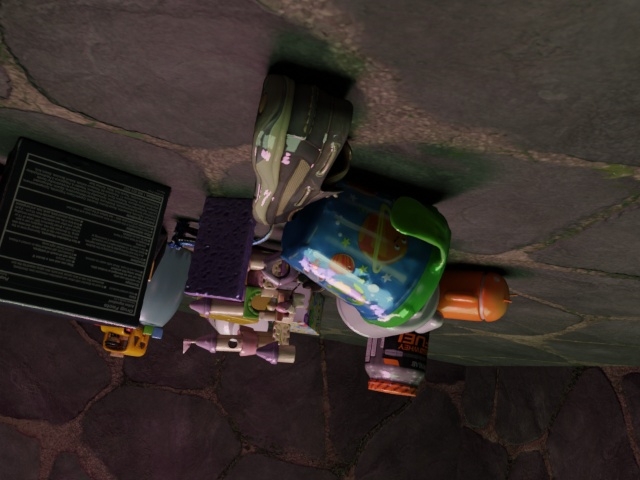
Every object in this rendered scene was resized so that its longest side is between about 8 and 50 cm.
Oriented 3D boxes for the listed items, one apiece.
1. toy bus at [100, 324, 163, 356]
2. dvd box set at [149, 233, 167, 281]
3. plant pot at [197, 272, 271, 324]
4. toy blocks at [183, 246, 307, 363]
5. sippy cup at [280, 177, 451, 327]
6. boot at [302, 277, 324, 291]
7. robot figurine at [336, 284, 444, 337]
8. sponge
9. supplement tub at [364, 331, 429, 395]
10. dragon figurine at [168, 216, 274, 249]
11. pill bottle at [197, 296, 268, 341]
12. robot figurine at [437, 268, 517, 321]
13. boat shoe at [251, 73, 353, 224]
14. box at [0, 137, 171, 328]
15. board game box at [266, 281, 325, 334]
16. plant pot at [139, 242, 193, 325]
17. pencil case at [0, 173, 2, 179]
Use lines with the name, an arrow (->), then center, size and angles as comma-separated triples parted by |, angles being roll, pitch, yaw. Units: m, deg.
toy bus -> -0.603, 0.300, 1.769 | 0.202, 0.104, 0.191 | 18, 163, -31
dvd box set -> -0.600, -0.003, 1.418 | 0.421, 0.062, 0.307 | 13, -171, -10
plant pot -> -0.257, 0.147, 1.747 | 0.212, 0.187, 0.212 | 15, 164, -24
toy blocks -> -0.197, 0.154, 1.460 | 0.260, 0.288, 0.309 | 7, -179, -12
sippy cup -> 0.062, 0.004, 1.005 | 0.224, 0.240, 0.305 | 27, 121, -20
boot -> 0.036, 0.118, 1.714 | 0.137, 0.076, 0.198 | 9, 179, -15
robot figurine -> 0.155, 0.131, 1.419 | 0.300, 0.199, 0.353 | 36, 162, -3
sponge -> -0.197, 0.015, 1.177 | 0.117, 0.210, 0.031 | 4, 162, 17
supplement tub -> 0.247, 0.326, 1.859 | 0.194, 0.315, 0.193 | 8, 165, 2
dragon figurine -> -0.242, -0.007, 1.365 | 0.144, 0.085, 0.289 | 21, 162, -39
pill bottle -> -0.295, 0.242, 1.985 | 0.169, 0.169, 0.302 | 20, -176, -34
robot figurine -> 0.370, 0.134, 1.451 | 0.220, 0.128, 0.158 | 2, 143, 28
boat shoe -> -0.024, -0.097, 0.819 | 0.130, 0.132, 0.355 | 10, 166, -2
box -> -0.492, 0.003, 1.147 | 0.296, 0.293, 0.183 | 20, 162, -32
board game box -> -0.084, 0.243, 2.084 | 0.145, 0.142, 0.275 | 6, 165, 13
plant pot -> -0.545, 0.133, 1.776 | 0.293, 0.235, 0.293 | 8, 165, 2
pencil case -> -0.690, -0.110, 1.256 | 0.098, 0.095, 0.209 | 44, -175, 34
